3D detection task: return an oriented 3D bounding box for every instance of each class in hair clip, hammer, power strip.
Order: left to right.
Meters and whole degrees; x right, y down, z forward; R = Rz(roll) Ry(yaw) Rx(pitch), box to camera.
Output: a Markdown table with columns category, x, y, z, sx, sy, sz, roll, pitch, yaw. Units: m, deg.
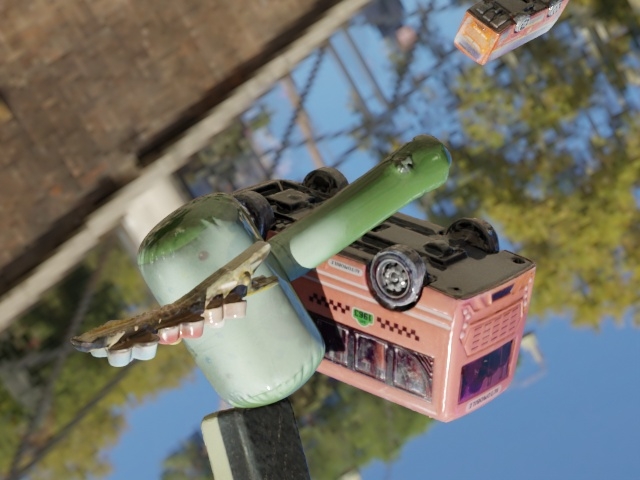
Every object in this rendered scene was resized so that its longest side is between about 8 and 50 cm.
| category | x | y | z | sx | sy | sz | roll | pitch | yaw |
| --- | --- | --- | --- | --- | --- | --- | --- | --- | --- |
| hair clip | -0.115 | 0.062 | 1.376 | 0.062 | 0.056 | 0.214 | 14 | -148 | 43 |
| power strip | -0.055 | 0.308 | 1.875 | 0.070 | 0.256 | 0.105 | -21 | 172 | 34 |
| hammer | 0.000 | 0.000 | 1.619 | 0.336 | 0.206 | 0.119 | -35 | -169 | -18 |

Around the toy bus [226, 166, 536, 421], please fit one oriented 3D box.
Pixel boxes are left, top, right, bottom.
| category | x | y | z | sx | sy | sz | roll | pitch | yaw |
| --- | --- | --- | --- | --- | --- | --- | --- | --- | --- |
| toy bus | 0.050 | 0.064 | 2.165 | 0.427 | 0.233 | 0.203 | 19 | -155 | 34 |

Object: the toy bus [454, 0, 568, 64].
| category | x | y | z | sx | sy | sz | roll | pitch | yaw |
| --- | --- | --- | --- | --- | --- | --- | --- | --- | --- |
| toy bus | 0.245 | -0.284 | 2.130 | 0.192 | 0.065 | 0.077 | -30 | 155 | -48 |
